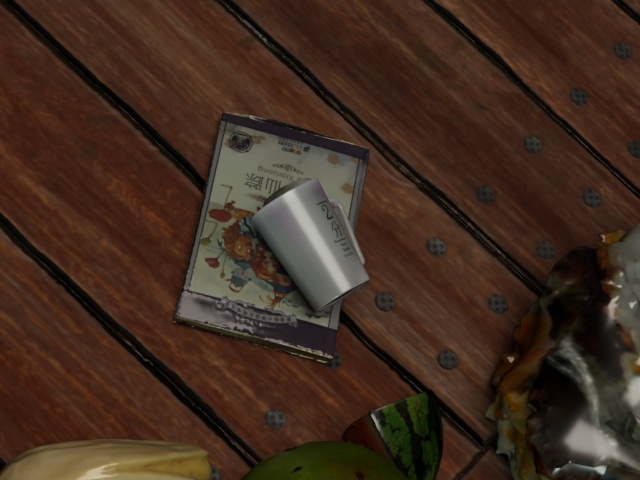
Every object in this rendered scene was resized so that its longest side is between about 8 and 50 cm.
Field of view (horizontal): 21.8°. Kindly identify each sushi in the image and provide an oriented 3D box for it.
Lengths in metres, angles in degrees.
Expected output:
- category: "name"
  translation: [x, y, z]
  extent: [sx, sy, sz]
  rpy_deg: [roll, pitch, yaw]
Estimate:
- category: "sushi"
  translation: [0.374, 0.155, 1.583]
  extent: [0.417, 0.176, 0.417]
  rpy_deg: [7, 59, -12]

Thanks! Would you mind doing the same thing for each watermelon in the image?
- category: "watermelon"
  translation: [0.061, 0.179, 1.536]
  extent: [0.094, 0.135, 0.125]
  rpy_deg: [7, 65, 27]

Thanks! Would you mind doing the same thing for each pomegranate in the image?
- category: "pomegranate"
  translation: [0.002, 0.279, 1.415]
  extent: [0.190, 0.159, 0.241]
  rpy_deg: [39, 53, -9]

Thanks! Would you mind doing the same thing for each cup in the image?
- category: "cup"
  translation: [0.000, 0.000, 1.581]
  extent: [0.116, 0.074, 0.104]
  rpy_deg: [58, 35, 6]

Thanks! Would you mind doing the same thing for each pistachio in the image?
- category: "pistachio"
  translation: [-0.180, 0.226, 1.416]
  extent: [0.200, 0.145, 0.117]
  rpy_deg: [-1, 68, -21]

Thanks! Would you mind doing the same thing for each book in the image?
- category: "book"
  translation: [-0.043, -0.008, 1.613]
  extent: [0.157, 0.026, 0.231]
  rpy_deg: [15, 65, -9]
